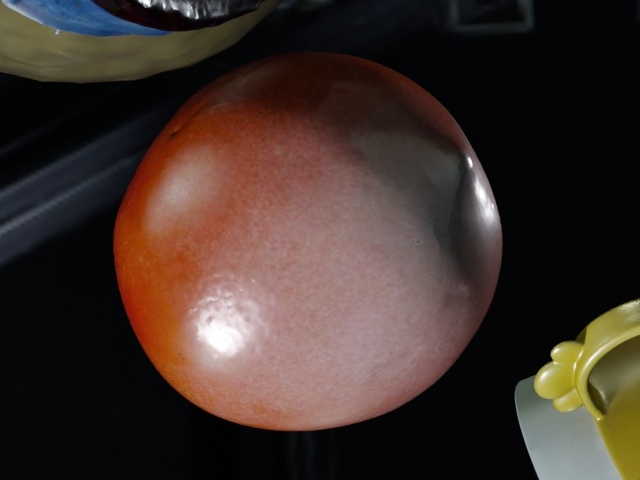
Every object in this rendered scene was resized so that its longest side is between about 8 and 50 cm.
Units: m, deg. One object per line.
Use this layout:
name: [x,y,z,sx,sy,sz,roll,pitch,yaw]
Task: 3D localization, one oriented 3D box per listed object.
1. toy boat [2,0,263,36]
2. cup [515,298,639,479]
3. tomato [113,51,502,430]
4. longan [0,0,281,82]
toy boat: [-0.138,-0.197,1.301,0.309,0.142,0.129,-8,-72,-60]
cup: [0.235,0.108,1.190,0.241,0.226,0.185,49,-162,-42]
tomato: [0.000,0.000,1.661,0.321,0.321,0.322,-2,-87,-45]
longan: [-0.186,-0.323,1.596,0.436,0.404,0.404,-8,-83,-54]
